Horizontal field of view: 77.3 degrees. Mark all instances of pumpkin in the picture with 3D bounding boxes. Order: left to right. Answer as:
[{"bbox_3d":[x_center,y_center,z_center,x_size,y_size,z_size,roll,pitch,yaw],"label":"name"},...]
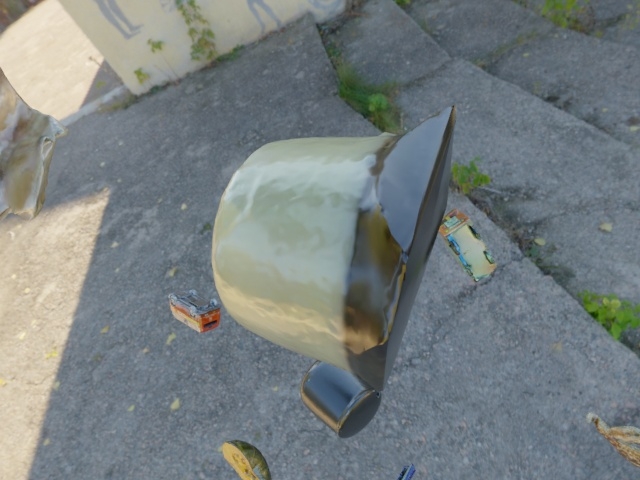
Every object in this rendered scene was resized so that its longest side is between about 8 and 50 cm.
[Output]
[{"bbox_3d":[-0.082,0.268,0.479,0.050,0.083,0.028,-33,-3,42],"label":"pumpkin"}]

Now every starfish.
[{"bbox_3d":[0.422,0.269,0.467,0.053,0.150,0.209,-42,30,-13],"label":"starfish"}]

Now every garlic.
[{"bbox_3d":[-0.258,-0.064,0.259,0.124,0.099,0.174,12,82,14],"label":"garlic"}]

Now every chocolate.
[{"bbox_3d":[0.000,0.000,0.538,0.297,0.326,0.314,15,57,13],"label":"chocolate"}]

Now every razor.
[{"bbox_3d":[0.082,0.587,0.899,0.324,0.093,0.056,-40,79,34],"label":"razor"}]

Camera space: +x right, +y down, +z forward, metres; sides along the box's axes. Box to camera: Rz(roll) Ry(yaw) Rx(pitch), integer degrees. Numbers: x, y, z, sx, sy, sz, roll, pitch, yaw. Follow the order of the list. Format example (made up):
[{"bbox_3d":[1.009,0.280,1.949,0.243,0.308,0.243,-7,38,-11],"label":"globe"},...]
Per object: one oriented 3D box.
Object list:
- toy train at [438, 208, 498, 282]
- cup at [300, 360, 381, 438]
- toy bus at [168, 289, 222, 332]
[{"bbox_3d":[0.331,0.014,0.919,0.072,0.188,0.099,-38,28,5],"label":"toy train"},{"bbox_3d":[0.072,0.377,1.029,0.223,0.169,0.176,-34,43,-21],"label":"cup"},{"bbox_3d":[-0.348,0.192,1.099,0.174,0.077,0.079,13,19,40],"label":"toy bus"}]
